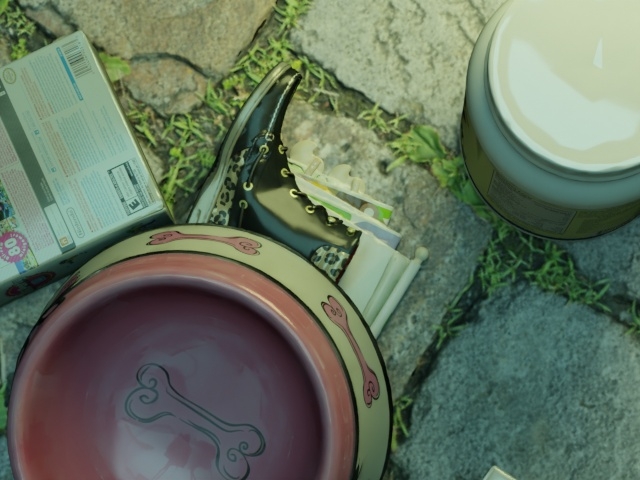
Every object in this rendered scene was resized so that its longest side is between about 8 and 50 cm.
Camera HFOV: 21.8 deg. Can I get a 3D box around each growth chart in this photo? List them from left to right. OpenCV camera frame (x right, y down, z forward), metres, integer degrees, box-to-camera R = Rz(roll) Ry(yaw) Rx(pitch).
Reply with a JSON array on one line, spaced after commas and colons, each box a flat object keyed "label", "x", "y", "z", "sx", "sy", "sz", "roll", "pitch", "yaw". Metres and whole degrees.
[{"label": "growth chart", "x": 0.000, "y": 0.000, "z": 1.826, "sx": 0.237, "sy": 0.021, "sz": 0.172, "roll": 37, "pitch": 85, "yaw": 8}]

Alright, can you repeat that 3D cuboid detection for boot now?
[{"label": "boot", "x": -0.027, "y": -0.055, "z": 1.785, "sx": 0.178, "sy": 0.085, "sz": 0.236, "roll": 27, "pitch": 90, "yaw": 7}]

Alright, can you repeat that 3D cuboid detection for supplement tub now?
[{"label": "supplement tub", "x": 0.261, "y": -0.134, "z": 1.678, "sx": 0.235, "sy": 0.325, "sz": 0.235, "roll": 0, "pitch": 81, "yaw": 3}]

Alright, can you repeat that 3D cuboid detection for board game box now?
[{"label": "board game box", "x": -0.344, "y": -0.059, "z": 1.817, "sx": 0.303, "sy": 0.097, "sz": 0.224, "roll": -25, "pitch": 80, "yaw": -2}]

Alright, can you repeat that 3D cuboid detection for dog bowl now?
[{"label": "dog bowl", "x": -0.136, "y": 0.188, "z": 1.696, "sx": 0.408, "sy": 0.150, "sz": 0.408, "roll": 1, "pitch": 93, "yaw": 8}]

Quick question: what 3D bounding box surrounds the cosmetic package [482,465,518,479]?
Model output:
[{"label": "cosmetic package", "x": 0.210, "y": 0.347, "z": 1.683, "sx": 0.183, "sy": 0.151, "sz": 0.151, "roll": 32, "pitch": 78, "yaw": 12}]
